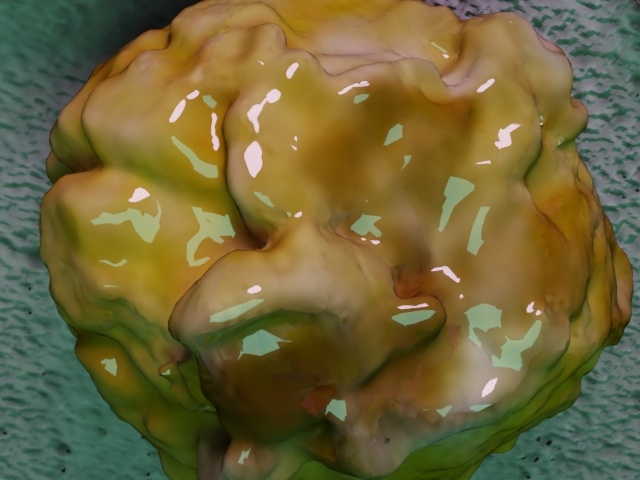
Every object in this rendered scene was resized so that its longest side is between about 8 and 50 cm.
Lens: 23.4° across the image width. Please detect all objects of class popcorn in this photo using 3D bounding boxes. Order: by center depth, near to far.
[{"bbox_3d":[0.004,0.004,1.000,0.344,0.354,0.390,-40,163,-10],"label":"popcorn"}]

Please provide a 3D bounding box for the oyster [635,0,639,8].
[{"bbox_3d":[0.303,-0.225,1.055,0.214,0.083,0.223,-17,103,-9],"label":"oyster"}]
